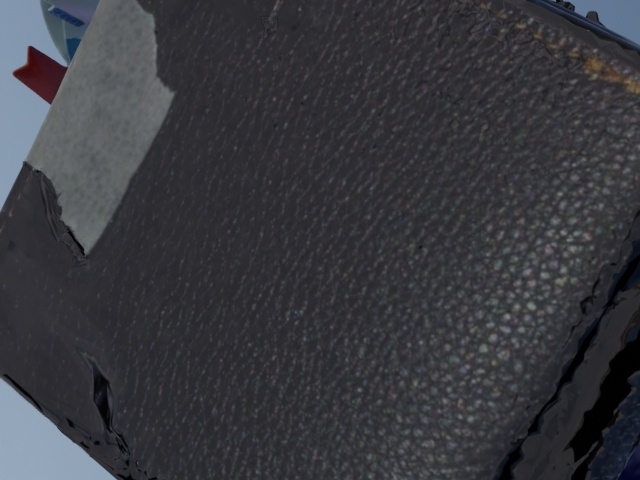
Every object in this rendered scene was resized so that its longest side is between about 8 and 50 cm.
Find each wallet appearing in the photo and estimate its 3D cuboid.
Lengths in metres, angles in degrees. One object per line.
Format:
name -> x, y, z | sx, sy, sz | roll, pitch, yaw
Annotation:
wallet -> 0.000, 0.000, 0.623 | 0.262, 0.071, 0.221 | 33, -76, 30

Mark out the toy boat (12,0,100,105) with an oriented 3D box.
toy boat -> -0.089, -0.137, 0.779 | 0.149, 0.105, 0.034 | -38, -146, 2

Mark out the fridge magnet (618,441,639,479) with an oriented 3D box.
fridge magnet -> 0.207, 0.173, 1.134 | 0.265, 0.265, 0.113 | -59, -169, 31
